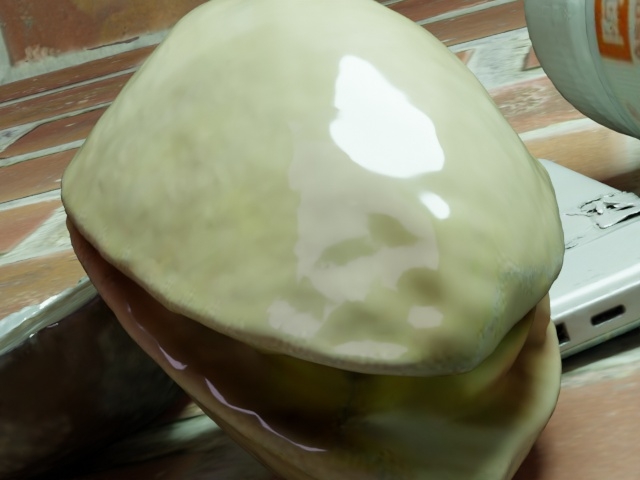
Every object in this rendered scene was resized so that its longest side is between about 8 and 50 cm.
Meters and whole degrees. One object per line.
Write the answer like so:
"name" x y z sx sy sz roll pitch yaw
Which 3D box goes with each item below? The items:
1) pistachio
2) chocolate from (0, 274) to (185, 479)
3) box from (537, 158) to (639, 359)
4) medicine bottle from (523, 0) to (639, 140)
"pistachio" 0.000 0.000 0.772 0.213 0.194 0.318 -3 23 -12
"chocolate" -0.123 0.069 0.923 0.157 0.080 0.254 -27 7 24
"box" 0.105 0.008 0.974 0.142 0.044 0.285 -21 14 -7
"medicine bottle" 0.261 -0.128 0.973 0.211 0.211 0.371 -19 14 -10
